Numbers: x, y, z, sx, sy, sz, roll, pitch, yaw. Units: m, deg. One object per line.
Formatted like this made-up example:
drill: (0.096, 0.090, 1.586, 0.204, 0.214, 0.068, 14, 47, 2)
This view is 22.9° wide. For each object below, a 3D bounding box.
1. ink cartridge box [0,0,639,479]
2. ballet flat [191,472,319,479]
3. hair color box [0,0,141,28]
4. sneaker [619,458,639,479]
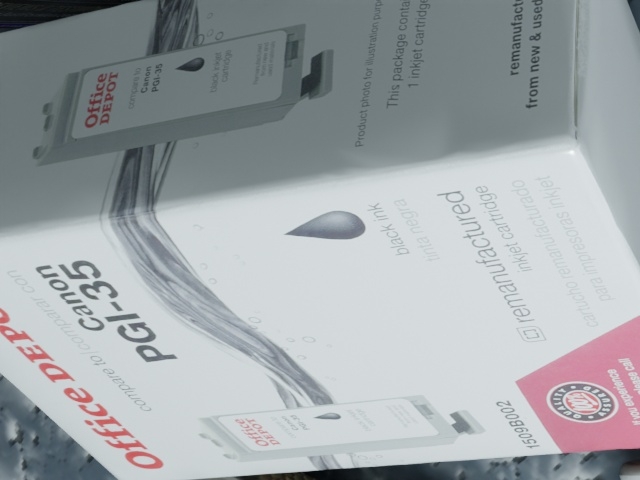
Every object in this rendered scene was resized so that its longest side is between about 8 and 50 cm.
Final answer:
ink cartridge box: (0.000, 0.000, 0.645, 0.283, 0.207, 0.117, -9, 52, 24)
ballet flat: (0.030, 0.162, 0.749, 0.250, 0.058, 0.084, 25, 109, 14)
hair color box: (-0.163, -0.269, 0.700, 0.110, 0.185, 0.338, -13, 91, 24)
sneaker: (0.239, 0.160, 0.628, 0.226, 0.086, 0.163, -10, 82, 34)
